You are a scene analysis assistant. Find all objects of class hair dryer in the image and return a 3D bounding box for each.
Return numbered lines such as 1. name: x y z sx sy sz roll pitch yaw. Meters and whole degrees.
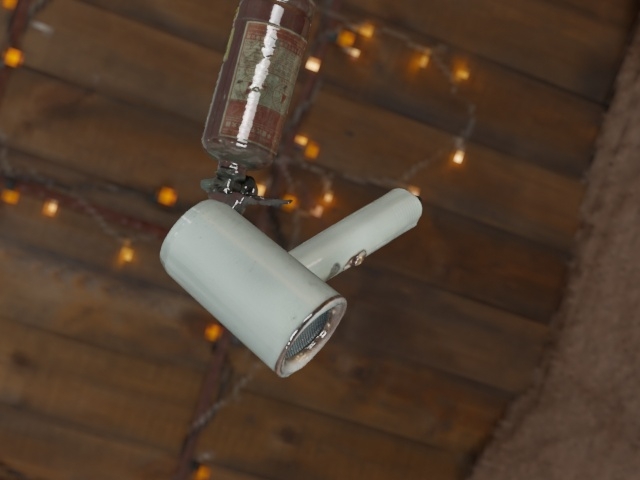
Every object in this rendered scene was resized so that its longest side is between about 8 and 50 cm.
1. hair dryer: 0.000 0.000 1.179 0.236 0.131 0.073 -31 -26 -43

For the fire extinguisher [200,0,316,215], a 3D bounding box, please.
1. fire extinguisher: -0.062 -0.118 1.441 0.106 0.075 0.252 -4 68 59
